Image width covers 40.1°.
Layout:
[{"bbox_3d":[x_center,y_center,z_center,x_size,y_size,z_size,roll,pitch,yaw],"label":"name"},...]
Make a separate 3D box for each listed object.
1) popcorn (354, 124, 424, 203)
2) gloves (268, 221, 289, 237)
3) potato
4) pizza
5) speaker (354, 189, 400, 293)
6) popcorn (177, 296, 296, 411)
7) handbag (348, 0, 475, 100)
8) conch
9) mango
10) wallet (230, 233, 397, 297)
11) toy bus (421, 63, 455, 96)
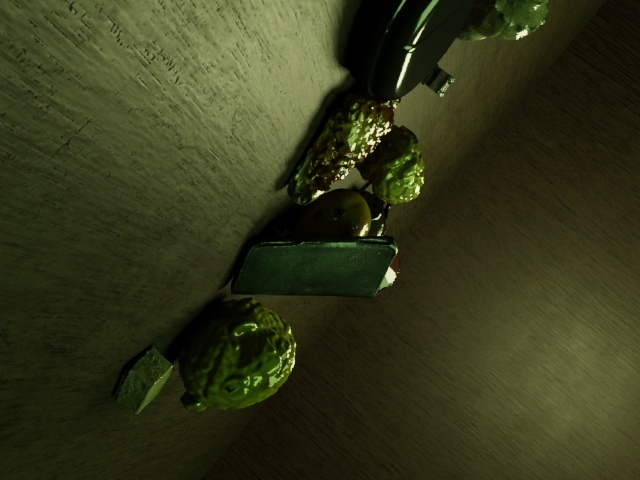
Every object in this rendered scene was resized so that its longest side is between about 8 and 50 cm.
[{"bbox_3d":[0.155,-0.164,1.854,0.142,0.174,0.173,-29,175,15],"label":"popcorn"},{"bbox_3d":[-0.089,-0.011,1.694,0.064,0.026,0.086,-56,164,26],"label":"gloves"},{"bbox_3d":[-0.316,0.252,1.568,0.086,0.061,0.122,-43,169,-47],"label":"potato"},{"bbox_3d":[0.057,-0.184,1.527,0.289,0.081,0.229,-46,169,-13],"label":"pizza"},{"bbox_3d":[0.147,-0.034,2.229,0.259,0.198,0.330,-32,156,-21],"label":"speaker"},{"bbox_3d":[-0.179,0.242,1.760,0.251,0.206,0.237,-41,-171,22],"label":"popcorn"},{"bbox_3d":[0.153,-0.342,1.325,0.254,0.093,0.308,-45,169,-24],"label":"handbag"},{"bbox_3d":[0.310,-0.427,1.559,0.178,0.163,0.245,-22,-175,-36],"label":"conch"},{"bbox_3d":[0.000,0.000,1.815,0.262,0.130,0.167,-46,164,25],"label":"mango"},{"bbox_3d":[-0.010,0.049,1.718,0.317,0.045,0.172,1,138,-23],"label":"wallet"},{"bbox_3d":[0.247,-0.340,1.849,0.052,0.058,0.102,-53,175,14],"label":"toy bus"}]
